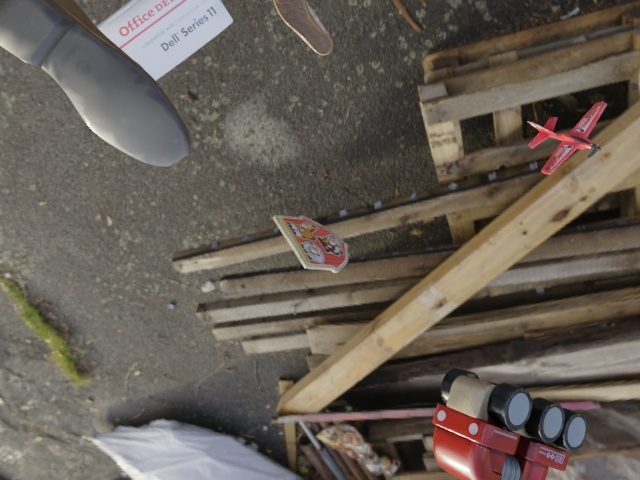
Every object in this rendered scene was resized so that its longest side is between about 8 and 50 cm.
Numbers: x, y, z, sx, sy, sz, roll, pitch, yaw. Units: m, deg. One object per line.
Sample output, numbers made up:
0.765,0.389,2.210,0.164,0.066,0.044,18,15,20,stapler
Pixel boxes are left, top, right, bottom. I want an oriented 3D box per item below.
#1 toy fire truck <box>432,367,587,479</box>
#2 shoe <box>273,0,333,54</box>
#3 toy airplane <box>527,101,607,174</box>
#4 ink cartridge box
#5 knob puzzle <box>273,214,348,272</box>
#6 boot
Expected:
0.237,0.330,0.793,0.217,0.246,0.158,27,167,-31,toy fire truck
-0.049,-0.587,1.458,0.076,0.058,0.219,-35,110,15,shoe
0.413,-0.174,0.934,0.151,0.151,0.028,-31,134,27,toy airplane
-0.287,-0.376,0.969,0.207,0.353,0.119,-39,118,-5,ink cartridge box
0.000,0.000,1.337,0.213,0.213,0.030,28,119,-16,knob puzzle
-0.278,-0.223,0.697,0.112,0.115,0.305,-31,126,19,boot
